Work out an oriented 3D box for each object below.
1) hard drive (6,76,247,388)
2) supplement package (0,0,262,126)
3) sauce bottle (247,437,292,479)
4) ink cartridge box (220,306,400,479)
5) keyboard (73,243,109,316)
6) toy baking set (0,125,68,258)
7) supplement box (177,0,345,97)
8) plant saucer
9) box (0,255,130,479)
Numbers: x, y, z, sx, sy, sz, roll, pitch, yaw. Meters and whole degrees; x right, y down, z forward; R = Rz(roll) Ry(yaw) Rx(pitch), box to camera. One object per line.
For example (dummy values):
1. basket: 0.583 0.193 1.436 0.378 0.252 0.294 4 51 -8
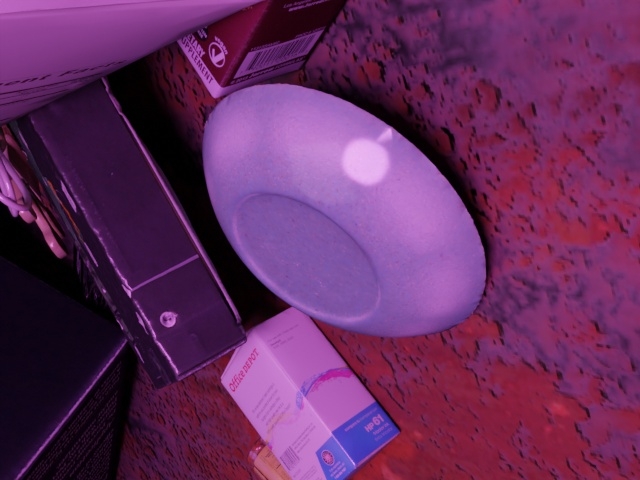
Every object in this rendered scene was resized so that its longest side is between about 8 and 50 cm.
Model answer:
1. hard drive: -0.177 -0.047 0.645 0.339 0.064 0.237 59 162 3
2. supplement package: -0.205 -0.147 0.400 0.293 0.175 0.177 -13 98 39
3. sauce bottle: -0.005 0.208 0.672 0.128 0.042 0.042 40 138 27
4. ink cartridge box: -0.012 0.121 0.615 0.122 0.052 0.088 50 141 15
5. keyboard: -0.227 0.029 0.842 0.192 0.038 0.100 106 149 -44
6. toy baking set: -0.288 -0.085 0.743 0.197 0.030 0.256 55 174 18
7. supplement box: -0.021 -0.195 0.407 0.130 0.073 0.239 55 142 10
8. plant saucer: 0.000 0.000 0.485 0.195 0.037 0.195 25 146 19
9. box: -0.494 0.199 0.902 0.480 0.297 0.472 30 139 6
